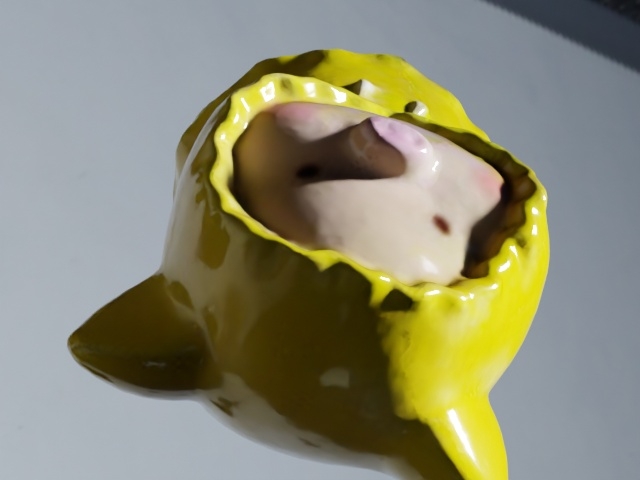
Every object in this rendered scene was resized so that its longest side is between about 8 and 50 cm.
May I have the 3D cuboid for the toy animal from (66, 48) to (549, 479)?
[{"bbox_3d":[0.005,0.002,0.500,0.156,0.156,0.230,47,19,-13],"label":"toy animal"}]
